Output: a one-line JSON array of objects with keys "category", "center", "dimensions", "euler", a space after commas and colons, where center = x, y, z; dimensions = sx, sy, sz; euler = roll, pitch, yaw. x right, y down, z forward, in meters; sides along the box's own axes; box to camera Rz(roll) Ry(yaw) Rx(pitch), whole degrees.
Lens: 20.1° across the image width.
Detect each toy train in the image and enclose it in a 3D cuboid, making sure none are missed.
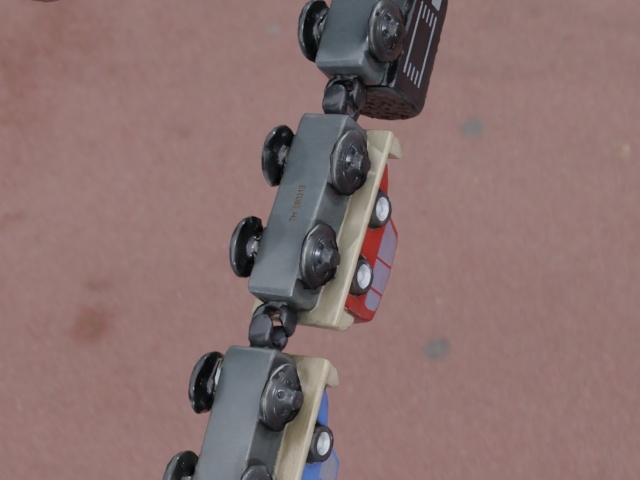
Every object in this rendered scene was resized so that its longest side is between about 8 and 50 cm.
[{"category": "toy train", "center": [0.000, 0.000, 0.394], "dimensions": [0.027, 0.036, 0.158], "euler": [5, 70, 33]}]

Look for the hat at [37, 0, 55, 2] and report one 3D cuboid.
[{"category": "hat", "center": [-0.141, -0.267, 0.728], "dimensions": [0.134, 0.331, 0.331], "euler": [-27, 54, 6]}]
